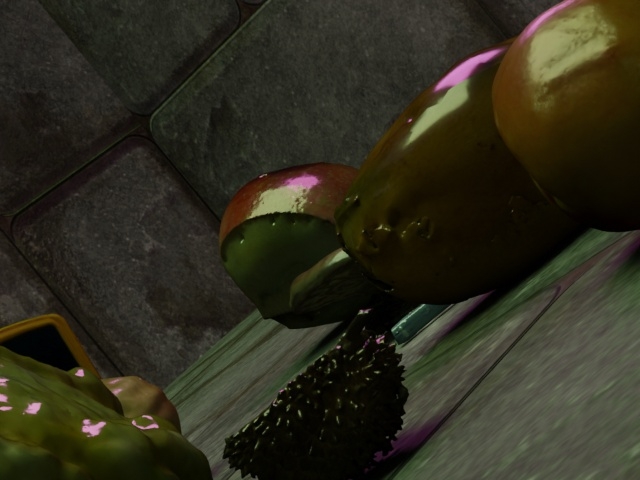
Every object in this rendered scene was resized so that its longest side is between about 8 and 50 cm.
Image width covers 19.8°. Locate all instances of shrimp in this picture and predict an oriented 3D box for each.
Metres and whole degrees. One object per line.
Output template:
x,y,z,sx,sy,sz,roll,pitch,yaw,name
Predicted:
0.077,0.045,1.561,0.161,0.034,0.091,-37,4,41,shrimp

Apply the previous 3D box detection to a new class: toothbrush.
0.142,0.009,1.420,0.219,0.016,0.019,-38,10,7,toothbrush

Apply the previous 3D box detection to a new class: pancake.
0.077,0.011,1.594,0.212,0.029,0.235,-30,-12,26,pancake

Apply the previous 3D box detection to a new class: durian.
0.011,0.097,1.005,0.110,0.071,0.140,-34,-16,-49,durian

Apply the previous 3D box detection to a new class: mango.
0.121,-0.057,1.299,0.248,0.151,0.156,-36,36,9,mango

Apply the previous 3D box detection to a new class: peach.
0.167,-0.070,1.004,0.138,0.138,0.138,-40,2,1,peach

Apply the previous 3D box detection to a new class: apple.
0.000,0.000,1.990,0.188,0.207,0.174,-30,46,26,apple

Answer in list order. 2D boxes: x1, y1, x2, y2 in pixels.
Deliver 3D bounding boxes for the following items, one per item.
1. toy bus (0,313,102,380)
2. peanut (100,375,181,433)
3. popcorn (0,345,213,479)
-0.426,0.283,2.030,0.440,0.249,0.209,-36,-6,32,toy bus
-0.244,0.252,1.614,0.319,0.147,0.147,-48,5,-23,peanut
-0.229,0.157,1.058,0.293,0.292,0.334,-35,4,-24,popcorn
